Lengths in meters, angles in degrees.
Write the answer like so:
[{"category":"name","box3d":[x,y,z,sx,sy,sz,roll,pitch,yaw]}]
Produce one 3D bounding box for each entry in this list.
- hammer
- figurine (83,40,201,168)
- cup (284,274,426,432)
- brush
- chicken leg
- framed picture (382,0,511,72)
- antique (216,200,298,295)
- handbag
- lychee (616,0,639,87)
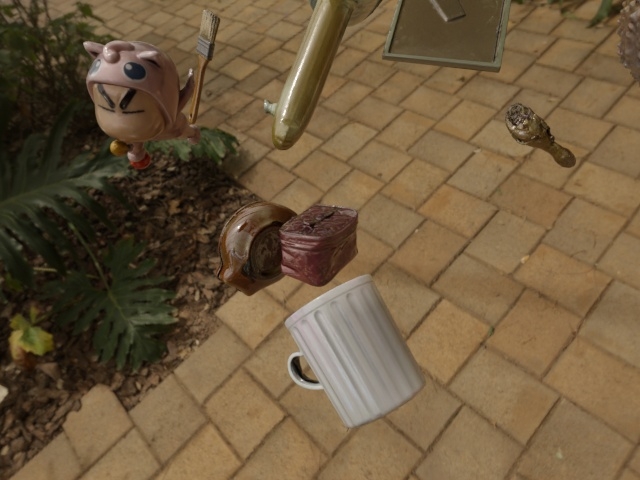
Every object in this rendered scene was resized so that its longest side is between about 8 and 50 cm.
[{"category":"hammer","box3d":[0.004,-0.254,0.547,0.113,0.202,0.305,23,91,-8]},{"category":"figurine","box3d":[-0.324,-0.236,0.835,0.176,0.287,0.186,8,68,-3]},{"category":"cup","box3d":[0.052,0.192,0.747,0.167,0.221,0.201,-23,74,-26]},{"category":"brush","box3d":[-0.182,-0.258,0.671,0.014,0.169,0.043,-5,37,-40]},{"category":"chicken leg","box3d":[0.498,-0.229,0.999,0.198,0.069,0.085,37,28,-6]},{"category":"framed picture","box3d":[0.292,-0.519,0.979,0.248,0.022,0.334,11,69,13]},{"category":"antique","box3d":[-0.166,0.019,1.228,0.278,0.223,0.129,-55,35,-11]},{"category":"handbag","box3d":[0.000,0.000,1.049,0.147,0.135,0.225,14,29,27]},{"category":"lychee","box3d":[0.867,-0.512,0.968,0.381,0.380,0.431,-7,51,11]}]
